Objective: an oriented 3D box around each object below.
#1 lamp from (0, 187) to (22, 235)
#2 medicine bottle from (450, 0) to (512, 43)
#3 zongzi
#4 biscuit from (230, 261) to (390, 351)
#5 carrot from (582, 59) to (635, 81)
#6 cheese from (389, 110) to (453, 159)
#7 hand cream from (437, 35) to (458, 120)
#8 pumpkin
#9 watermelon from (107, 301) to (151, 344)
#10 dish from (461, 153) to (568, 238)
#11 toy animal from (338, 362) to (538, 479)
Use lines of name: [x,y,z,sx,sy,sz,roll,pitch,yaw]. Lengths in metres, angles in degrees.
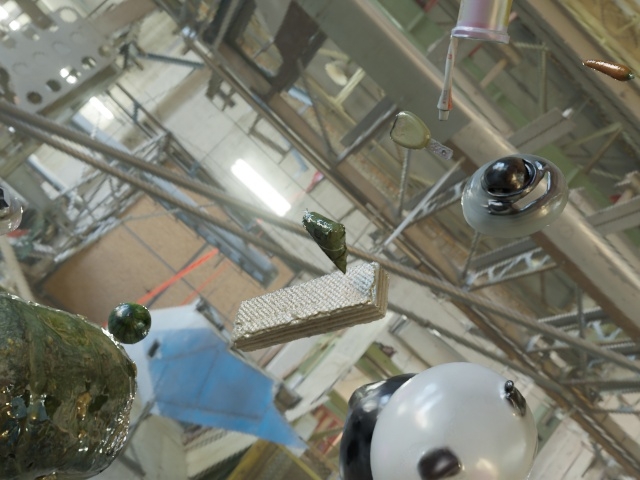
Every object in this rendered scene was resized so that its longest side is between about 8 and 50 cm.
lamp: [-0.737,-0.041,1.353,0.108,0.245,0.180,108,-34,-40]
medicine bottle: [0.321,-0.573,1.179,0.108,0.426,0.108,7,15,-2]
zongzi: [0.000,0.000,1.529,0.154,0.062,0.131,28,-39,43]
biscuit: [-0.034,0.171,1.631,0.425,0.144,0.078,-18,-50,29]
carrot: [0.625,-0.374,1.456,0.142,0.035,0.035,41,-10,46]
cheese: [0.280,-0.276,1.829,0.192,0.097,0.037,36,30,25]
hand cream: [0.316,-0.400,1.643,0.052,0.038,0.216,-97,-171,-59]
pumpkin: [-0.397,0.207,0.884,0.327,0.291,0.258,15,57,-51]
watermelon: [-0.461,0.194,1.605,0.105,0.105,0.062,40,-20,10]
dish: [0.488,-0.148,1.723,0.273,0.273,0.134,29,-21,44]
toy animal: [0.125,0.220,0.707,0.165,0.187,0.235,52,-26,1]
